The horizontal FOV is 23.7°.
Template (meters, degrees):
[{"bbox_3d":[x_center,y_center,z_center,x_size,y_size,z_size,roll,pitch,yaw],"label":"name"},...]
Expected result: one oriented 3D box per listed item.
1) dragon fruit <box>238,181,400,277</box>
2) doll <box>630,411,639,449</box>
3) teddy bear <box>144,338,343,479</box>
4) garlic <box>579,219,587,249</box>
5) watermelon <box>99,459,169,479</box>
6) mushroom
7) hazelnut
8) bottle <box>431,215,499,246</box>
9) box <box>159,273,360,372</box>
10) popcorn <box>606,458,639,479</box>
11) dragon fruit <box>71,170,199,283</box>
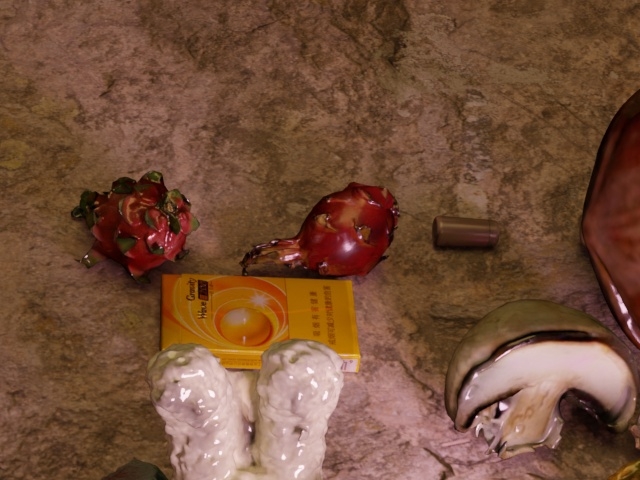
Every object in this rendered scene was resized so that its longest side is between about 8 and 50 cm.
[{"bbox_3d":[0.000,0.000,2.173,0.246,0.125,0.125,-16,65,-12],"label":"dragon fruit"},{"bbox_3d":[0.451,0.243,2.009,0.127,0.073,0.084,-9,11,-25],"label":"doll"},{"bbox_3d":[-0.064,0.351,1.610,0.327,0.375,0.362,-3,28,-3],"label":"teddy bear"},{"bbox_3d":[0.448,-0.050,2.304,0.099,0.124,0.174,47,52,-9],"label":"garlic"},{"bbox_3d":[-0.204,0.324,1.819,0.180,0.081,0.094,33,72,33],"label":"watermelon"},{"bbox_3d":[0.271,0.158,1.981,0.267,0.189,0.164,-9,30,-16],"label":"mushroom"},{"bbox_3d":[0.557,-0.035,2.086,0.402,0.429,0.402,-7,11,1],"label":"hazelnut"},{"bbox_3d":[0.217,-0.012,2.271,0.096,0.045,0.045,4,41,-8],"label":"bottle"},{"bbox_3d":[-0.085,0.111,2.082,0.269,0.043,0.152,2,41,-8],"label":"box"},{"bbox_3d":[0.402,0.350,1.817,0.198,0.155,0.197,16,48,-19],"label":"popcorn"},{"bbox_3d":[-0.279,-0.022,2.150,0.236,0.135,0.137,6,35,31],"label":"dragon fruit"}]
